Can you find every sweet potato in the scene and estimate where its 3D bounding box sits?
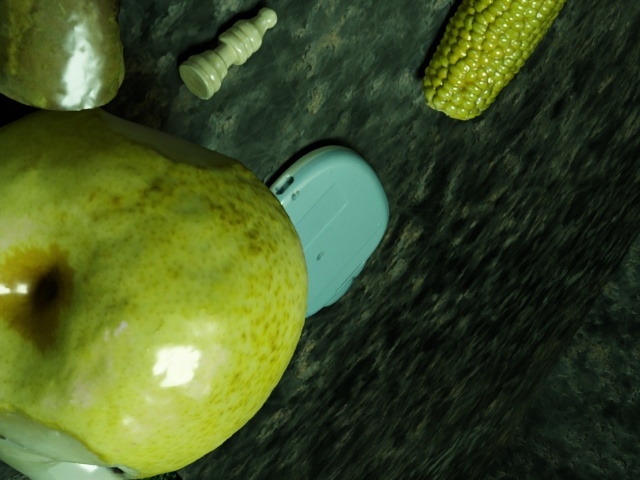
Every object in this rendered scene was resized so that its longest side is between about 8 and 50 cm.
[{"bbox_3d":[-0.100,-0.202,0.598,0.285,0.112,0.085,-57,-161,-5],"label":"sweet potato"}]

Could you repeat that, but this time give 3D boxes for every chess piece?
[{"bbox_3d":[-0.068,-0.153,0.852,0.092,0.035,0.035,-45,156,-22],"label":"chess piece"}]

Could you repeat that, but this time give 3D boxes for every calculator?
[{"bbox_3d":[0.000,0.000,1.180,0.188,0.042,0.302,-49,153,-7],"label":"calculator"}]

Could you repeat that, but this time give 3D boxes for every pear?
[{"bbox_3d":[-0.136,0.033,0.727,0.271,0.271,0.271,-40,154,-24],"label":"pear"}]

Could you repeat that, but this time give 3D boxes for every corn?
[{"bbox_3d":[0.210,-0.263,1.108,0.101,0.101,0.310,-10,132,-57],"label":"corn"}]

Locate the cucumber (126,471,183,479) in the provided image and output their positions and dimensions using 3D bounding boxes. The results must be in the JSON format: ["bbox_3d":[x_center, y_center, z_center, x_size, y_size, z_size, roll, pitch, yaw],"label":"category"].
[{"bbox_3d":[-0.195,0.274,1.184,0.077,0.077,0.265,-46,155,-13],"label":"cucumber"}]
